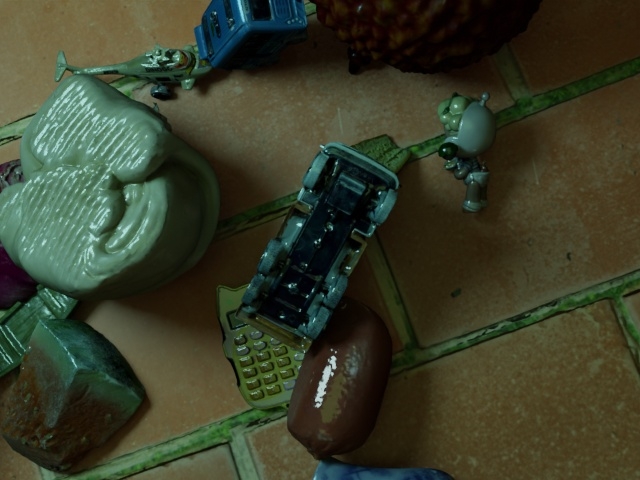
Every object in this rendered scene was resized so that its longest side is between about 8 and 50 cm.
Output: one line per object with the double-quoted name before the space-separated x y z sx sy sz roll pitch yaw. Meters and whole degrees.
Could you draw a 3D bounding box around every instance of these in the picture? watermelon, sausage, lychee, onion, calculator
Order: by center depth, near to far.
"lychee" 0.153 -0.451 0.993 0.425 0.425 0.499 40 128 12
"sausage" 0.035 0.219 1.016 0.148 0.148 0.254 21 77 11
"watermelon" -0.445 0.287 1.101 0.193 0.140 0.256 39 95 20
"calculator" -0.087 0.172 1.102 0.157 0.033 0.236 -18 81 4
"onion" -0.593 -0.009 1.164 0.248 0.111 0.250 -34 80 0

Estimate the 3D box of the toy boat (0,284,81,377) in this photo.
"toy boat" -0.536 0.168 1.152 0.293 0.055 0.093 -42 79 -1

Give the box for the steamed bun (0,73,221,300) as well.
"steamed bun" -0.324 -0.058 1.061 0.368 0.255 0.342 32 92 35

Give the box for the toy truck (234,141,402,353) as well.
"toy truck" 0.000 0.000 0.984 0.136 0.162 0.305 28 107 -3

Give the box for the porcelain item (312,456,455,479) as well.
"porcelain item" 0.116 0.405 0.986 0.259 0.141 0.141 9 82 20

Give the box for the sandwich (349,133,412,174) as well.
"sandwich" 0.044 -0.081 1.096 0.094 0.096 0.258 42 91 7

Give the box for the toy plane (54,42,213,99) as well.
"toy plane" -0.334 -0.314 1.179 0.287 0.108 0.091 -1 81 10

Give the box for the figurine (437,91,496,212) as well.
"figurine" 0.237 -0.146 1.063 0.094 0.147 0.196 14 113 32

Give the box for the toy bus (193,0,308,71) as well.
"toy bus" -0.116 -0.362 1.073 0.134 0.246 0.113 -13 94 -23
